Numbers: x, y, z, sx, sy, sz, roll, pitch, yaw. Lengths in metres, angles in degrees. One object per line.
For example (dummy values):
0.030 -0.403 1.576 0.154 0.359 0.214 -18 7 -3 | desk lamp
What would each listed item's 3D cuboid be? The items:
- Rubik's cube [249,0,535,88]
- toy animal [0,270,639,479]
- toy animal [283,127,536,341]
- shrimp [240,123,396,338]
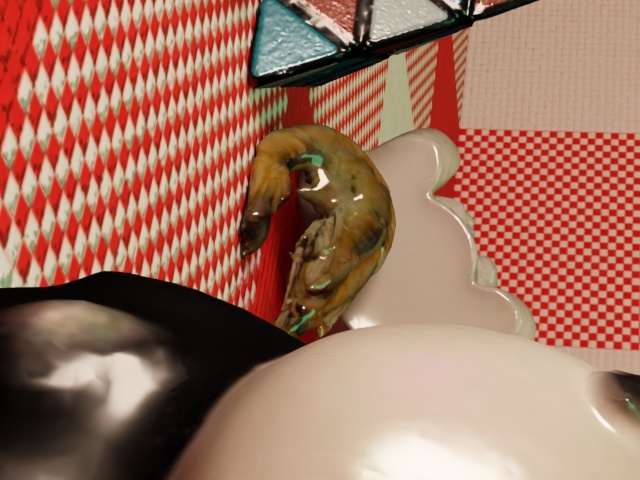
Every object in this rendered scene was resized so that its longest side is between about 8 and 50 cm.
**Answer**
0.043 -0.271 1.215 0.284 0.250 0.234 -25 98 -74 | Rubik's cube
-0.018 0.126 0.497 0.251 0.310 0.251 4 90 -80 | toy animal
0.069 0.049 1.374 0.265 0.206 0.272 88 -23 -76 | toy animal
-0.008 -0.015 1.154 0.145 0.059 0.254 58 37 -11 | shrimp
